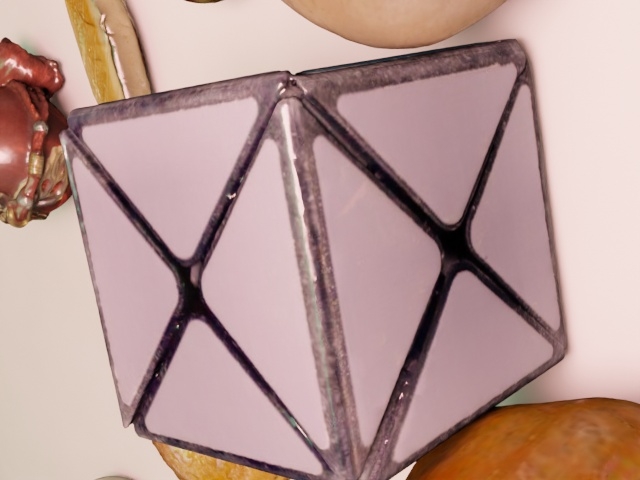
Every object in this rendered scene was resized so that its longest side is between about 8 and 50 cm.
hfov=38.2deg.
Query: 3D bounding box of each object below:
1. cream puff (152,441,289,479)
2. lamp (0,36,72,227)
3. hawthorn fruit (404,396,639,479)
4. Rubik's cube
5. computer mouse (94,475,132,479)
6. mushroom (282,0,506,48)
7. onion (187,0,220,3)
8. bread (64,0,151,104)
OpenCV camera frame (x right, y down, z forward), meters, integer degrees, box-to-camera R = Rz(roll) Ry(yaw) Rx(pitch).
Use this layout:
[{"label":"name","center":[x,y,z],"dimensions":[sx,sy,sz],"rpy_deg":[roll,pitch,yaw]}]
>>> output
[{"label":"cream puff","center":[-0.089,0.164,0.912],"dimensions":[0.189,0.129,0.189],"rpy_deg":[15,118,31]},{"label":"lamp","center":[-0.357,-0.105,1.078],"dimensions":[0.215,0.151,0.223],"rpy_deg":[-29,41,41]},{"label":"hawthorn fruit","center":[0.144,0.256,0.590],"dimensions":[0.267,0.301,0.268],"rpy_deg":[32,141,31]},{"label":"Rubik's cube","center":[0.000,0.000,0.671],"dimensions":[0.259,0.260,0.255],"rpy_deg":[-2,104,42]},{"label":"computer mouse","center":[-0.250,0.335,1.204],"dimensions":[0.110,0.032,0.056],"rpy_deg":[3,108,35]},{"label":"mushroom","center":[0.046,-0.213,0.618],"dimensions":[0.204,0.204,0.204],"rpy_deg":[18,117,39]},{"label":"onion","center":[-0.102,-0.259,0.784],"dimensions":[0.118,0.118,0.117],"rpy_deg":[38,132,29]},{"label":"bread","center":[-0.207,-0.181,0.953],"dimensions":[0.073,0.053,0.214],"rpy_deg":[-7,103,50]}]
